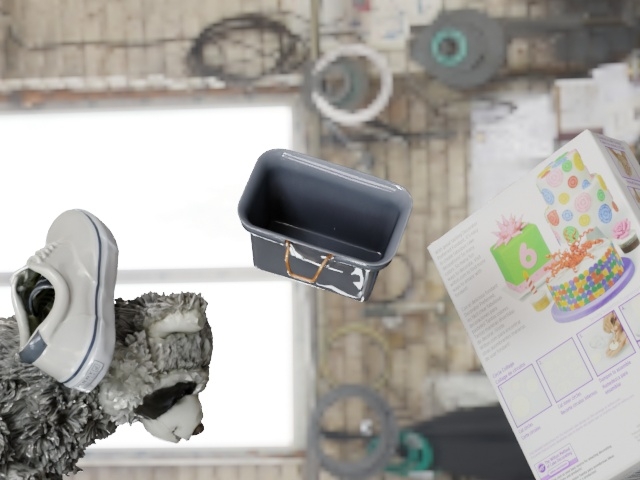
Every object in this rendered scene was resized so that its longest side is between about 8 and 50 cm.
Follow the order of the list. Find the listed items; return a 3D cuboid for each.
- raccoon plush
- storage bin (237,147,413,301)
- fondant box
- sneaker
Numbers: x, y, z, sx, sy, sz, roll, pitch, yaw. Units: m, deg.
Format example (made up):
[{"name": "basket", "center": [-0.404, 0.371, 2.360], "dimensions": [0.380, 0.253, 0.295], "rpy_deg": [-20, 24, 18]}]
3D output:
[{"name": "raccoon plush", "center": [-0.318, 0.089, 1.558], "dimensions": [0.299, 0.446, 0.216], "rpy_deg": [-51, 22, 0]}, {"name": "storage bin", "center": [0.000, 0.000, 1.256], "dimensions": [0.091, 0.135, 0.098], "rpy_deg": [95, -166, -58]}, {"name": "fondant box", "center": [0.285, 0.086, 1.596], "dimensions": [0.096, 0.238, 0.330], "rpy_deg": [6, -127, -51]}, {"name": "sneaker", "center": [-0.259, 0.039, 1.505], "dimensions": [0.091, 0.094, 0.258], "rpy_deg": [32, -159, -30]}]
